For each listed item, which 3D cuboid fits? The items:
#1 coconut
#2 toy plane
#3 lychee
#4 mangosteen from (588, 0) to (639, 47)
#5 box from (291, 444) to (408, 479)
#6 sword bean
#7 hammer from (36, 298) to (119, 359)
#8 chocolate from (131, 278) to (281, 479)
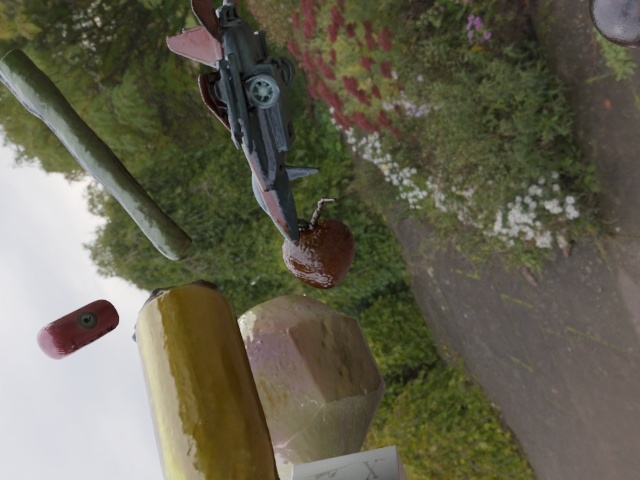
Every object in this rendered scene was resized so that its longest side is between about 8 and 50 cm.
[{"bbox_3d":[-0.040,0.296,1.026,0.353,0.352,0.352,62,173,14],"label":"coconut"},{"bbox_3d":[-0.067,-0.134,0.654,0.223,0.104,0.326,-74,-37,-59],"label":"toy plane"},{"bbox_3d":[0.003,0.004,0.789,0.114,0.101,0.140,7,100,37],"label":"lychee"},{"bbox_3d":[0.716,-0.531,1.156,0.265,0.228,0.228,17,138,47],"label":"mangosteen"},{"bbox_3d":[0.039,0.235,0.429,0.040,0.084,0.154,-81,-24,-63],"label":"box"},{"bbox_3d":[-0.226,-0.084,0.546,0.269,0.038,0.043,48,171,-1],"label":"sword bean"},{"bbox_3d":[-0.246,0.090,0.557,0.083,0.043,0.043,-31,-84,-56],"label":"hammer"},{"bbox_3d":[-0.144,0.251,0.696,0.445,0.162,0.162,-120,8,-48],"label":"chocolate"}]
